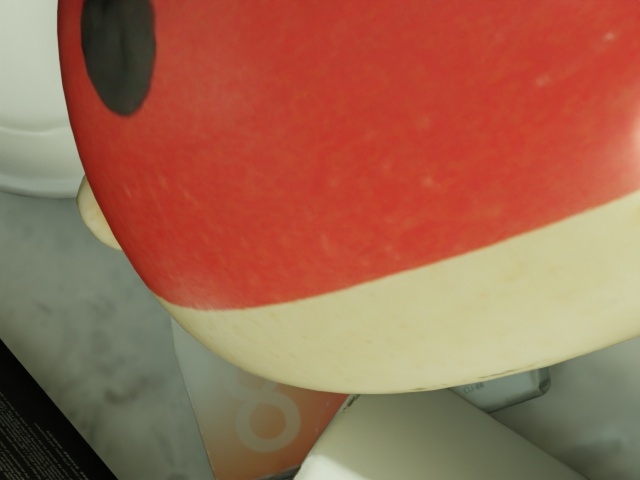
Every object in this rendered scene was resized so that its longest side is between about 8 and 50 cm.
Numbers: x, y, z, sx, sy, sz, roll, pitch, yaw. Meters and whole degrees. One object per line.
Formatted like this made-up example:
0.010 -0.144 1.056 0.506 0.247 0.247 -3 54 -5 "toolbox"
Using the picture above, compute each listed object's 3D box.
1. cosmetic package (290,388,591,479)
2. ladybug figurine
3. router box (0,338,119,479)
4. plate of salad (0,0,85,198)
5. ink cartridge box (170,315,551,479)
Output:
0.088 0.145 0.453 0.231 0.117 0.085 31 107 8 "cosmetic package"
0.077 -0.127 0.393 0.449 0.162 0.305 -35 39 20 "ladybug figurine"
-0.209 0.154 0.561 0.309 0.081 0.243 42 103 28 "router box"
-0.121 -0.119 0.583 0.200 0.048 0.200 2 97 12 "plate of salad"
0.000 0.000 0.544 0.145 0.045 0.179 -21 86 17 "ink cartridge box"
